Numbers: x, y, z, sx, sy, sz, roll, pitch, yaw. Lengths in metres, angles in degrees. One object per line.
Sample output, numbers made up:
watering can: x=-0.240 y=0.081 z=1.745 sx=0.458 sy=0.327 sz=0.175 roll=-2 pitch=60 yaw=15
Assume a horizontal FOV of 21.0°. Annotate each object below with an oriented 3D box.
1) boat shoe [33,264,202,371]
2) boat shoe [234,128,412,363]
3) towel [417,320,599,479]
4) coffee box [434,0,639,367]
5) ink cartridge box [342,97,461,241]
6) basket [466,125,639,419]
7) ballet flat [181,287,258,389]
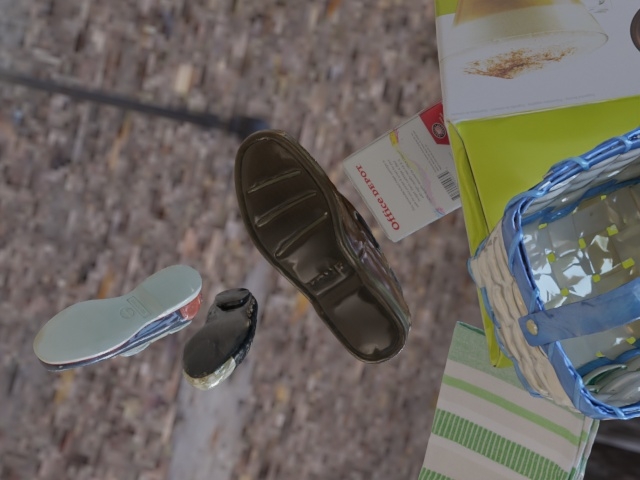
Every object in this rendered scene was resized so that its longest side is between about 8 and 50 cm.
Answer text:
boat shoe: x=-0.145 y=0.063 z=1.246 sx=0.137 sy=0.049 sz=0.043 roll=-27 pitch=150 yaw=-28
boat shoe: x=0.000 y=0.000 z=1.993 sx=0.307 sy=0.111 sz=0.104 roll=60 pitch=18 yaw=-14
towel: x=0.227 y=0.295 z=2.209 sx=0.038 sy=0.248 sz=0.324 roll=2 pitch=104 yaw=-47
coffee box: x=0.307 y=-0.114 z=1.761 sx=0.334 sy=0.338 sz=0.338 roll=-89 pitch=168 yaw=-49
ink cartridge box: x=0.135 y=-0.096 z=2.184 sx=0.127 sy=0.175 sz=0.072 roll=57 pitch=35 yaw=-5
basket: x=0.258 y=0.014 z=1.263 sx=0.201 sy=0.255 sz=0.289 roll=64 pitch=-18 yaw=6
ballet flat: x=-0.076 y=0.087 z=1.426 sx=0.173 sy=0.058 sz=0.049 roll=-67 pitch=147 yaw=-70
